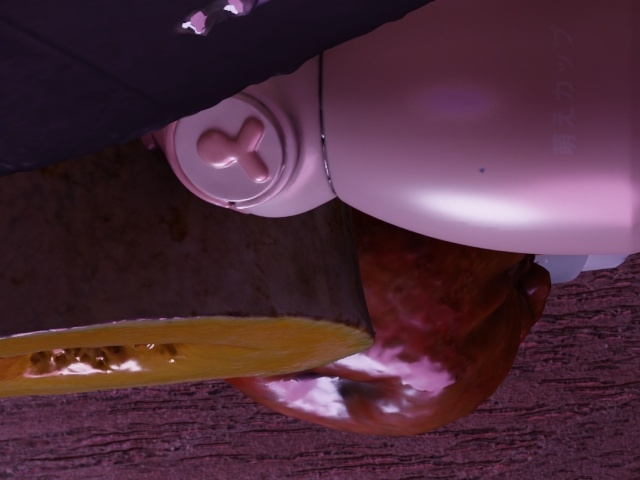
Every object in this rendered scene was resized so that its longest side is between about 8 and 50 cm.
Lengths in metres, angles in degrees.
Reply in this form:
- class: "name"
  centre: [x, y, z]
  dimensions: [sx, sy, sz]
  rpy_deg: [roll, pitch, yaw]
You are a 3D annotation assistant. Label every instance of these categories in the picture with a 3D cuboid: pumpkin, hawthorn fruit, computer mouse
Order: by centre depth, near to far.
- class: "computer mouse"
  centre: [-0.043, -0.099, 0.551]
  dimensions: [0.295, 0.087, 0.168]
  rpy_deg: [-20, 168, 11]
- class: "pumpkin"
  centre: [-0.146, -0.020, 1.026]
  dimensions: [0.332, 0.199, 0.332]
  rpy_deg: [-8, 169, -2]
- class: "hawthorn fruit"
  centre: [0.022, -0.001, 1.235]
  dimensions: [0.262, 0.258, 0.258]
  rpy_deg: [33, -161, 29]

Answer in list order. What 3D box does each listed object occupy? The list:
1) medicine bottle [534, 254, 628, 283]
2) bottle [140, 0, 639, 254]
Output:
- class: "medicine bottle"
  centre: [0.131, -0.026, 1.805]
  dimensions: [0.318, 0.158, 0.158]
  rpy_deg: [-6, 177, -20]
- class: "bottle"
  centre: [0.033, -0.068, 0.840]
  dimensions: [0.237, 0.147, 0.147]
  rpy_deg: [1, 179, 9]
